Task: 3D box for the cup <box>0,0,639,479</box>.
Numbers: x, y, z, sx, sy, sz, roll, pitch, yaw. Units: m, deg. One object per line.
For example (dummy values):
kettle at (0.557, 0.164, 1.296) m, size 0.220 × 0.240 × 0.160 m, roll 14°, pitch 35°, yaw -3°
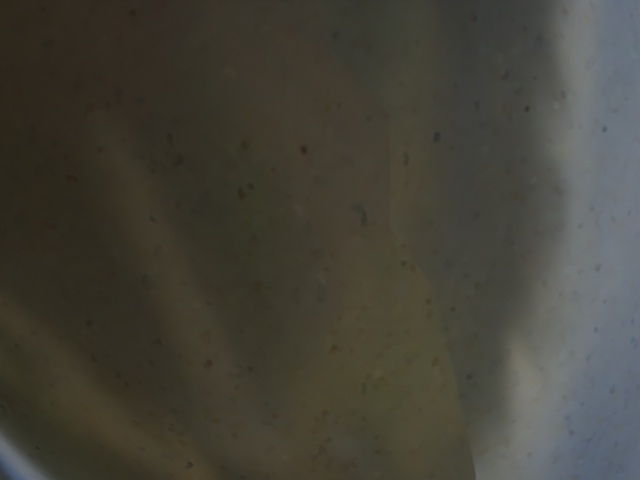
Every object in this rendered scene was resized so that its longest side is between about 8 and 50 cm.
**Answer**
cup at (0.000, 0.000, 0.486) m, size 0.331 × 0.331 × 0.237 m, roll -19°, pitch -86°, yaw 24°
